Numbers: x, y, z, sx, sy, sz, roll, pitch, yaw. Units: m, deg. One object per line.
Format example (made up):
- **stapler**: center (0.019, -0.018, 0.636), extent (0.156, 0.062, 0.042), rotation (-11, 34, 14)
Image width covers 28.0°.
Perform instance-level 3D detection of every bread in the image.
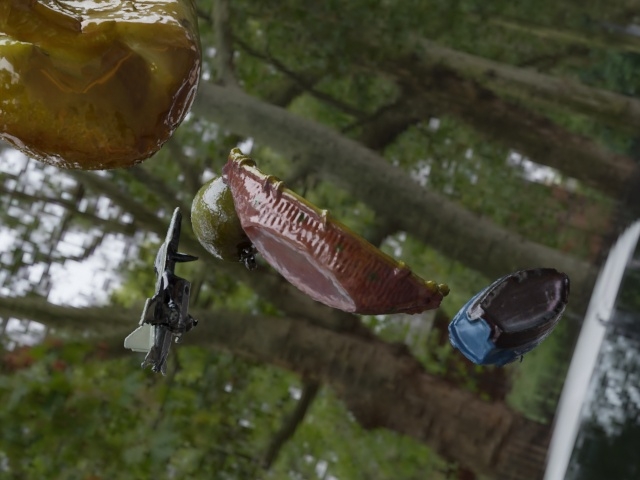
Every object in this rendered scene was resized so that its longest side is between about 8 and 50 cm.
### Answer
- **bread**: center (-0.349, -0.237, 1.782), extent (0.394, 0.361, 0.250), rotation (-108, 32, -65)

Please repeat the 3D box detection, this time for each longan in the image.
- **longan**: center (-0.137, -0.030, 2.117), extent (0.145, 0.176, 0.154), rotation (-30, -27, 11)

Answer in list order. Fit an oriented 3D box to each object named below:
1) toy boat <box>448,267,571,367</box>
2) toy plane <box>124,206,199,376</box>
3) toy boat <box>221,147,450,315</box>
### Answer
- **toy boat**: center (0.235, 0.099, 1.591), extent (0.223, 0.100, 0.097), rotation (-24, -22, -49)
- **toy plane**: center (-0.232, 0.078, 2.011), extent (0.192, 0.088, 0.262), rotation (46, -121, -73)
- **toy boat**: center (-0.002, 0.005, 1.526), extent (0.099, 0.318, 0.141), rotation (-49, -13, -36)
